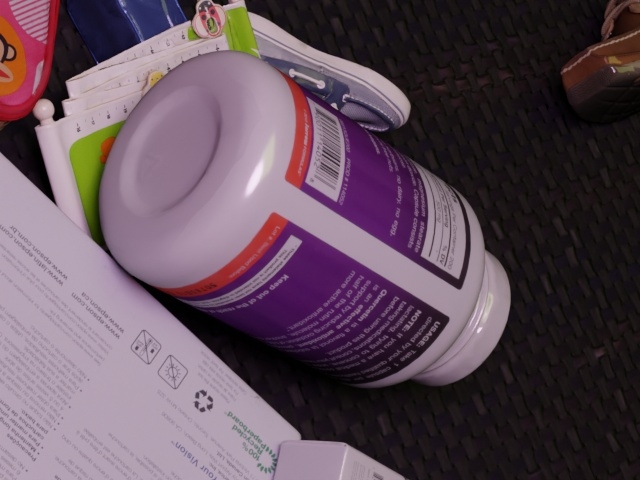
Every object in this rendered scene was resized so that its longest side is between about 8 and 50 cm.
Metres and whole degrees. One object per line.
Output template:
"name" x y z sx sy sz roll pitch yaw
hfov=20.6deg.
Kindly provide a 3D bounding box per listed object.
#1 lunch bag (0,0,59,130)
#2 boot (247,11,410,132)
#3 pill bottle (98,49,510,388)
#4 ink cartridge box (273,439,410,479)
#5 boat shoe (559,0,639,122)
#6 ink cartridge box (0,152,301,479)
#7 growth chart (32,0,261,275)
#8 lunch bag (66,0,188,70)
"lunch bag" -0.327 -0.213 1.246 0.293 0.120 0.258 23 54 -31
"boot" -0.015 -0.115 1.483 0.190 0.069 0.086 24 64 -19
"pill bottle" 0.000 0.000 1.339 0.323 0.181 0.181 31 53 -40
"ink cartridge box" 0.024 0.224 1.319 0.150 0.063 0.109 37 59 -49
"boat shoe" 0.333 -0.204 1.767 0.324 0.122 0.120 -19 78 -50
"ink cartridge box" -0.206 0.156 1.204 0.324 0.071 0.330 45 51 -16
"growth chart" -0.120 -0.081 1.358 0.237 0.021 0.172 -37 118 -33
"lunch bag" -0.146 -0.174 1.396 0.065 0.067 0.098 -30 93 -41
